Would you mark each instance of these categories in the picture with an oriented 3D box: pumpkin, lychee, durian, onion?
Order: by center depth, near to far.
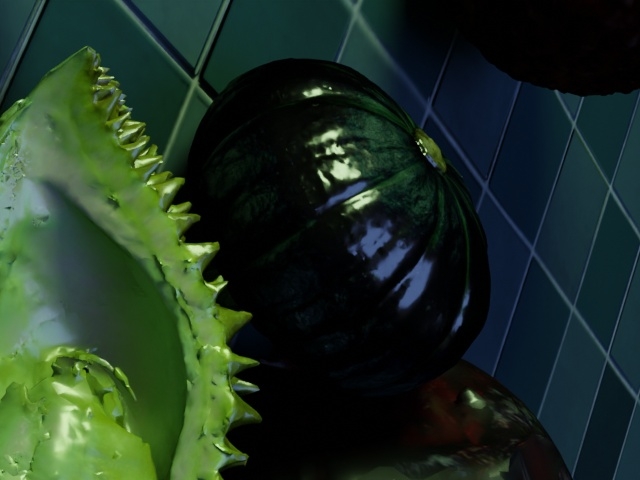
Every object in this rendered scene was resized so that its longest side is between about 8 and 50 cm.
[{"bbox_3d":[-0.139,0.111,0.638,0.169,0.157,0.355,33,69,-33],"label":"durian"},{"bbox_3d":[0.011,-0.007,0.788,0.194,0.194,0.150,-2,125,-59],"label":"pumpkin"},{"bbox_3d":[0.028,0.182,0.842,0.281,0.221,0.280,25,54,-39],"label":"onion"},{"bbox_3d":[0.194,-0.210,0.971,0.261,0.261,0.260,-25,120,-55],"label":"lychee"}]
